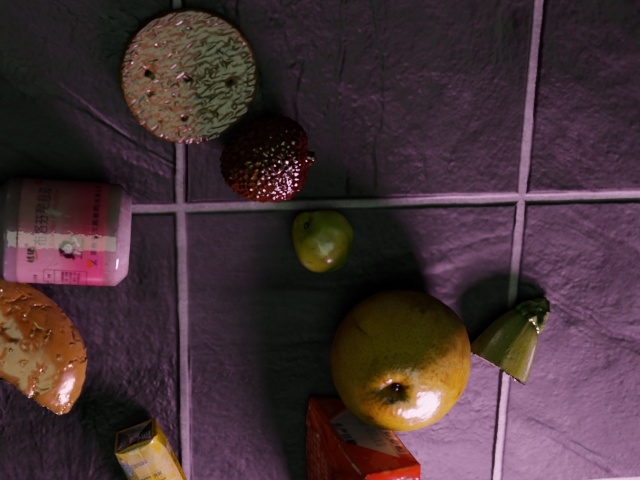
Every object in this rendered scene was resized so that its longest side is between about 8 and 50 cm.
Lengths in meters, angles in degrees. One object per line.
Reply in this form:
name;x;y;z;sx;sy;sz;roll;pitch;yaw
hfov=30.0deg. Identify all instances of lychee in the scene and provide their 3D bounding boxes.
lychee;-0.072;-0.106;1.615;0.129;0.123;0.123;-23;113;-1

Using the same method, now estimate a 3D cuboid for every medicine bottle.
medicine bottle;-0.378;-0.013;1.589;0.247;0.147;0.147;3;111;-11

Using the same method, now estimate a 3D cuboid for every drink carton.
drink carton;-0.240;0.371;1.800;0.084;0.074;0.200;-23;112;0

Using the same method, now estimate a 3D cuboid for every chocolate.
chocolate;0.061;0.379;1.772;0.107;0.235;0.238;-7;112;-19

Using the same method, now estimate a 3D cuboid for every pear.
pear;0.116;0.176;1.715;0.208;0.209;0.209;-3;112;-8
pear;0.000;0.000;1.688;0.097;0.092;0.092;32;103;-20

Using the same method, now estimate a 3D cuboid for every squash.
squash;0.296;0.136;1.795;0.105;0.105;0.132;30;91;-19

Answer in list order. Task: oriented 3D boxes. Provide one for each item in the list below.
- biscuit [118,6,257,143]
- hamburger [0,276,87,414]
biscuit;-0.177;-0.221;1.603;0.187;0.027;0.188;-3;113;-8
hamburger;-0.421;0.126;1.646;0.131;0.124;0.262;-43;112;8
